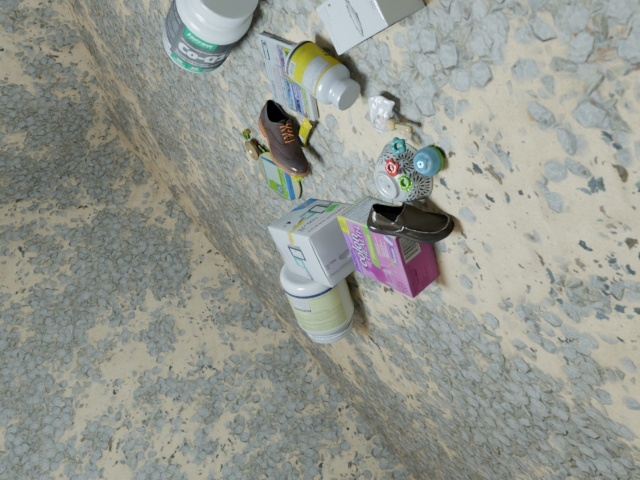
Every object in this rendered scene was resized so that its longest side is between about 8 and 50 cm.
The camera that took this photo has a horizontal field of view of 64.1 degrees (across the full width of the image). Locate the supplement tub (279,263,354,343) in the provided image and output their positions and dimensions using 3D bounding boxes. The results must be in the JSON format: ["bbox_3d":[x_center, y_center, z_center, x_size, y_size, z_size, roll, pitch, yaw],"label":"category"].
[{"bbox_3d":[-0.002,0.217,1.965,0.235,0.235,0.324,30,147,45],"label":"supplement tub"}]

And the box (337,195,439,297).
[{"bbox_3d":[0.191,0.013,1.449,0.243,0.117,0.213,26,145,49],"label":"box"}]

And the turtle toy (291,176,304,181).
[{"bbox_3d":[-0.087,-0.252,1.673,0.130,0.066,0.095,54,-179,4],"label":"turtle toy"}]

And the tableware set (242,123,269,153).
[{"bbox_3d":[-0.237,-0.348,1.886,0.154,0.024,0.104,55,158,-5],"label":"tableware set"}]

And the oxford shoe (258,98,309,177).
[{"bbox_3d":[-0.114,-0.312,1.566,0.271,0.097,0.098,57,154,19],"label":"oxford shoe"}]

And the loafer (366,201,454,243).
[{"bbox_3d":[0.217,-0.049,1.260,0.220,0.080,0.078,5,139,19],"label":"loafer"}]

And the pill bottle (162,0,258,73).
[{"bbox_3d":[-0.305,-0.612,1.399,0.204,0.204,0.361,58,158,-12],"label":"pill bottle"}]

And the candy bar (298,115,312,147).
[{"bbox_3d":[-0.049,-0.321,1.534,0.040,0.018,0.161,54,167,6],"label":"candy bar"}]

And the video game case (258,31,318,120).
[{"bbox_3d":[-0.088,-0.459,1.434,0.193,0.023,0.212,36,151,37],"label":"video game case"}]

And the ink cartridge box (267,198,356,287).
[{"bbox_3d":[0.000,0.000,1.698,0.270,0.198,0.197,14,135,56],"label":"ink cartridge box"}]

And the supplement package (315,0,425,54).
[{"bbox_3d":[0.092,-0.450,0.986,0.105,0.105,0.179,61,156,-15],"label":"supplement package"}]

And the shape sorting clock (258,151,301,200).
[{"bbox_3d":[-0.147,-0.232,1.853,0.206,0.040,0.206,39,152,25],"label":"shape sorting clock"}]

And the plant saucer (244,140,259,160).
[{"bbox_3d":[-0.249,-0.334,1.881,0.083,0.015,0.083,46,160,22],"label":"plant saucer"}]

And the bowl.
[{"bbox_3d":[0.187,-0.154,1.263,0.170,0.080,0.170,42,154,26],"label":"bowl"}]

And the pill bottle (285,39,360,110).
[{"bbox_3d":[0.007,-0.395,1.235,0.184,0.103,0.103,44,156,22],"label":"pill bottle"}]

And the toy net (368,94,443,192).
[{"bbox_3d":[0.179,-0.232,1.183,0.122,0.045,0.232,-42,77,46],"label":"toy net"}]
